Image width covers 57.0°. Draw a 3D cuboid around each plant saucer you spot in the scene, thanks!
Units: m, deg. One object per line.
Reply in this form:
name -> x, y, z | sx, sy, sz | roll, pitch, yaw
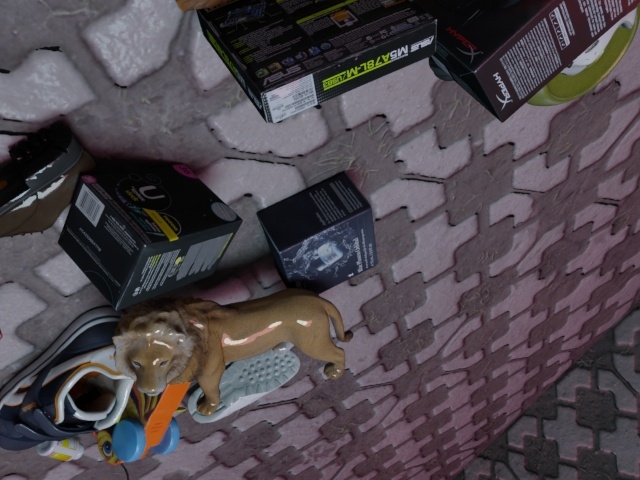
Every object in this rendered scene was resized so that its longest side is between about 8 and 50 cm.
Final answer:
plant saucer -> 0.428, -0.314, 0.958 | 0.241, 0.037, 0.240 | -21, 141, -18

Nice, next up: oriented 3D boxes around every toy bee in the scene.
toy bee -> -0.343, 0.332, 1.035 | 0.298, 0.162, 0.195 | -58, 145, -13

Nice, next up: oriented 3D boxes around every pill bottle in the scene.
pill bottle -> -0.463, 0.369, 1.053 | 0.043, 0.043, 0.083 | -34, 144, 1

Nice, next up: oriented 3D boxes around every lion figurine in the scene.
lion figurine -> -0.107, 0.141, 0.895 | 0.393, 0.142, 0.240 | -18, 139, -24

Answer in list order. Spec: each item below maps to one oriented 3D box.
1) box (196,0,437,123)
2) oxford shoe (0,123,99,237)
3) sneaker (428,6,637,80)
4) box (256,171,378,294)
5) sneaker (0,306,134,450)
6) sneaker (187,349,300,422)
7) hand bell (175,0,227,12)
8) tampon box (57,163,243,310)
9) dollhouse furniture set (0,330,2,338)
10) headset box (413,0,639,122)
box -> -0.009, -0.219, 0.608 | 0.191, 0.184, 0.045 | -26, 141, -12
oxford shoe -> -0.348, -0.028, 0.654 | 0.227, 0.082, 0.096 | -31, 146, -4
sneaker -> 0.309, -0.275, 0.812 | 0.331, 0.122, 0.146 | -29, 123, -5
box -> 0.000, 0.000, 0.944 | 0.158, 0.093, 0.156 | -26, 143, -9
sneaker -> -0.396, 0.250, 0.901 | 0.321, 0.127, 0.126 | -46, 144, 19
sneaker -> -0.149, 0.288, 1.183 | 0.235, 0.090, 0.094 | -25, 156, -5
hand bell -> -0.038, -0.295, 0.594 | 0.242, 0.126, 0.126 | -23, 145, 8
tampon box -> -0.201, -0.012, 0.709 | 0.161, 0.120, 0.101 | -22, 150, -56
dollhouse furniture set -> -0.527, 0.200, 0.716 | 0.374, 0.152, 0.201 | -46, 142, 17
headset box -> 0.236, -0.314, 0.656 | 0.293, 0.218, 0.110 | -41, 144, 12
